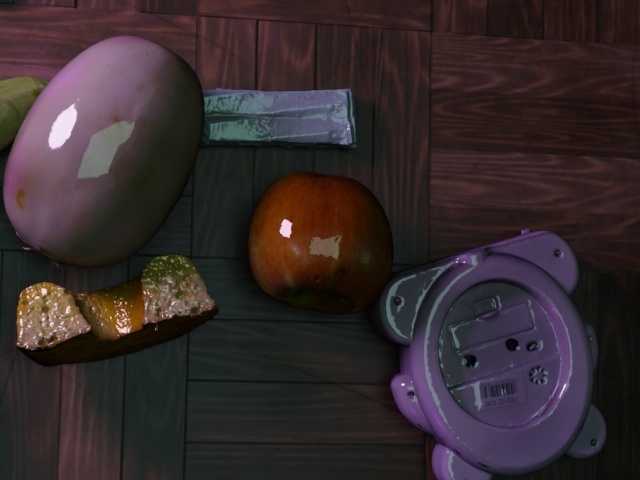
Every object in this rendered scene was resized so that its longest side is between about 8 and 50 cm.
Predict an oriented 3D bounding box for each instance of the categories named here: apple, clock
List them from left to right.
[{"bbox_3d":[0.000,0.000,1.891,0.195,0.196,0.196,1,85,-11],"label":"apple"},{"bbox_3d":[0.237,0.166,1.961,0.295,0.113,0.322,-16,90,-12],"label":"clock"}]

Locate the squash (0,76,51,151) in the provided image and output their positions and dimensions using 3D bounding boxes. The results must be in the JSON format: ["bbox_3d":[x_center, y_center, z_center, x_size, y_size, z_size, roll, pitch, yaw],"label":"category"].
[{"bbox_3d":[-0.495,-0.125,1.843,0.370,0.118,0.118,-30,91,-13],"label":"squash"}]

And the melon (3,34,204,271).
[{"bbox_3d":[-0.276,-0.110,1.831,0.223,0.223,0.317,28,85,-7],"label":"melon"}]

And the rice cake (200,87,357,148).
[{"bbox_3d":[-0.062,-0.168,1.968,0.226,0.040,0.085,-1,86,-11],"label":"rice cake"}]

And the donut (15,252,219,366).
[{"bbox_3d":[-0.274,0.102,1.857,0.259,0.152,0.101,-14,73,-18],"label":"donut"}]
